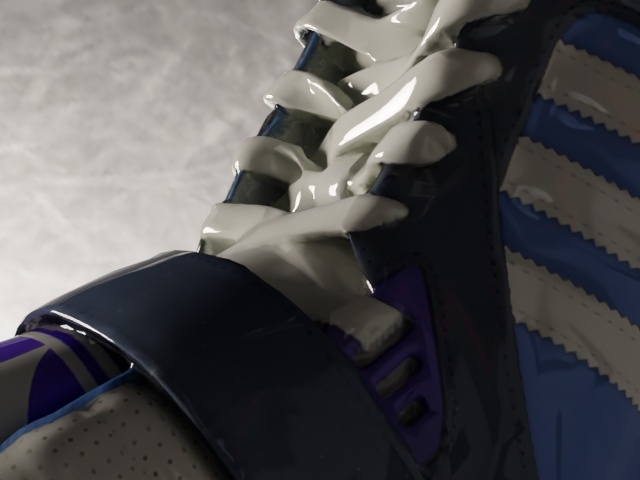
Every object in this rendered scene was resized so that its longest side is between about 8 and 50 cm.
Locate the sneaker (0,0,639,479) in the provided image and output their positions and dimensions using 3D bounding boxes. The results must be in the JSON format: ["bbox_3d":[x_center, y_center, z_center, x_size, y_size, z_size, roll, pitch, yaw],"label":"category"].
[{"bbox_3d":[0.000,0.000,0.418,0.130,0.236,0.322,-7,84,57],"label":"sneaker"}]
